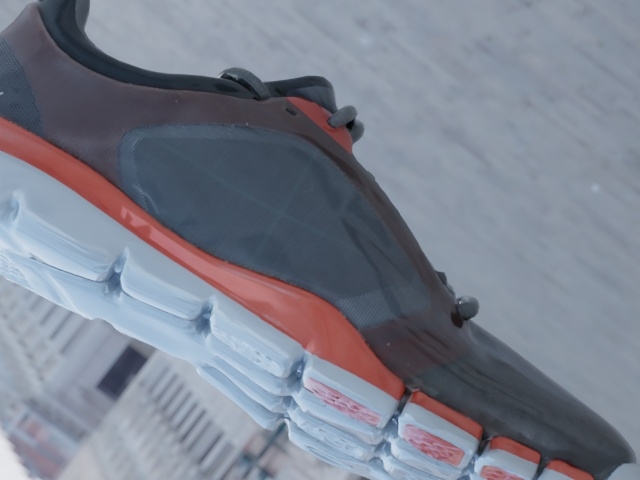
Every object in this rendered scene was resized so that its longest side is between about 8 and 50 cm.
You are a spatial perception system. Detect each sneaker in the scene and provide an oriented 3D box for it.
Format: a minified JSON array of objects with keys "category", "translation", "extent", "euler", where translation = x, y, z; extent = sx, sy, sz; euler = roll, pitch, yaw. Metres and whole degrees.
[{"category":"sneaker","translation":[0.000,0.000,0.343],"extent":[0.158,0.065,0.061],"euler":[31,161,-6]}]
